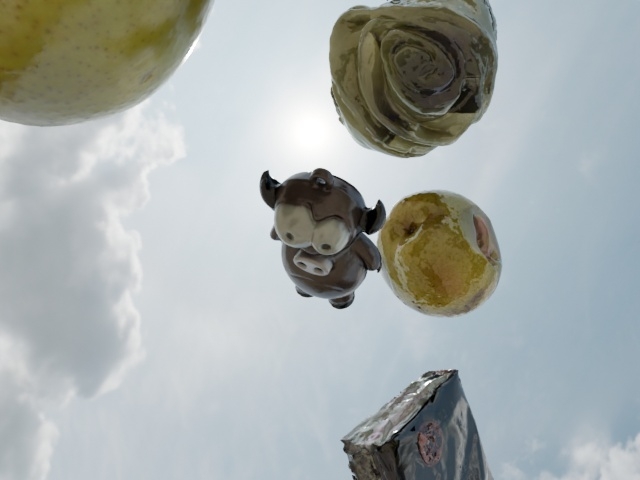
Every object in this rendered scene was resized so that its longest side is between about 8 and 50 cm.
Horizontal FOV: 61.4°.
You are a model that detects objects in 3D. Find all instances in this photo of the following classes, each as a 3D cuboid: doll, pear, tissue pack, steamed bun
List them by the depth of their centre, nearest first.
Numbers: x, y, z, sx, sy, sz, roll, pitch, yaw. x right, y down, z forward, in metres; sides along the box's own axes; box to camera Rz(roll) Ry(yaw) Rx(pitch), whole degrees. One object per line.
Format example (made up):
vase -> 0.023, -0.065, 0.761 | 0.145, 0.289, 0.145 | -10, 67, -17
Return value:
pear -> -0.288, -0.324, 0.595 | 0.362, 0.362, 0.418 | 33, -101, 26
doll -> 0.001, -0.001, 0.766 | 0.182, 0.257, 0.117 | 16, -122, 13
tissue pack -> 0.183, 0.392, 0.824 | 0.123, 0.245, 0.332 | -14, -82, 46
steamed bun -> 0.187, -0.328, 1.046 | 0.394, 0.347, 0.237 | -58, -160, 23
pear -> 0.241, 0.022, 1.106 | 0.271, 0.271, 0.271 | 0, -90, 31
